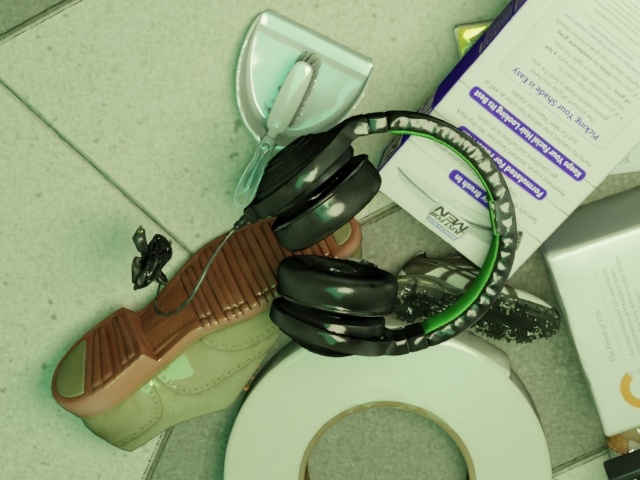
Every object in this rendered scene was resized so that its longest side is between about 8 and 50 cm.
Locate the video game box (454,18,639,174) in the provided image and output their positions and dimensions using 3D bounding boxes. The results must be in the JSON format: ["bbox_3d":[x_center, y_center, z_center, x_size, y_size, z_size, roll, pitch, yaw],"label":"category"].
[{"bbox_3d":[0.260,-0.160,1.522,0.205,0.048,0.187,-7,106,5],"label":"video game box"}]

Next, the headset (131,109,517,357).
[{"bbox_3d":[0.000,0.000,1.418,0.394,0.185,0.243,-10,101,-1],"label":"headset"}]

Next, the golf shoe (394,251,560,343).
[{"bbox_3d":[0.177,0.053,1.537,0.198,0.094,0.077,13,137,18],"label":"golf shoe"}]

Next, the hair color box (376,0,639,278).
[{"bbox_3d":[0.229,-0.139,1.425,0.185,0.110,0.339,38,114,-8],"label":"hair color box"}]

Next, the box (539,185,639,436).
[{"bbox_3d":[0.432,0.040,1.497,0.345,0.168,0.215,-19,102,7],"label":"box"}]

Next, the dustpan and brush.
[{"bbox_3d":[-0.046,-0.133,1.540,0.147,0.060,0.211,25,104,-3],"label":"dustpan and brush"}]

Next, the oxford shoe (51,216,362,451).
[{"bbox_3d":[-0.111,0.103,1.587,0.397,0.140,0.146,-30,127,8],"label":"oxford shoe"}]

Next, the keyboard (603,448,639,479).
[{"bbox_3d":[0.458,0.207,1.458,0.317,0.033,0.201,-21,125,8],"label":"keyboard"}]

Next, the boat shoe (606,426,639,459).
[{"bbox_3d":[0.480,0.225,1.567,0.302,0.113,0.103,-6,109,6],"label":"boat shoe"}]

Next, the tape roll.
[{"bbox_3d":[0.080,0.275,1.626,0.392,0.072,0.392,1,104,4],"label":"tape roll"}]
